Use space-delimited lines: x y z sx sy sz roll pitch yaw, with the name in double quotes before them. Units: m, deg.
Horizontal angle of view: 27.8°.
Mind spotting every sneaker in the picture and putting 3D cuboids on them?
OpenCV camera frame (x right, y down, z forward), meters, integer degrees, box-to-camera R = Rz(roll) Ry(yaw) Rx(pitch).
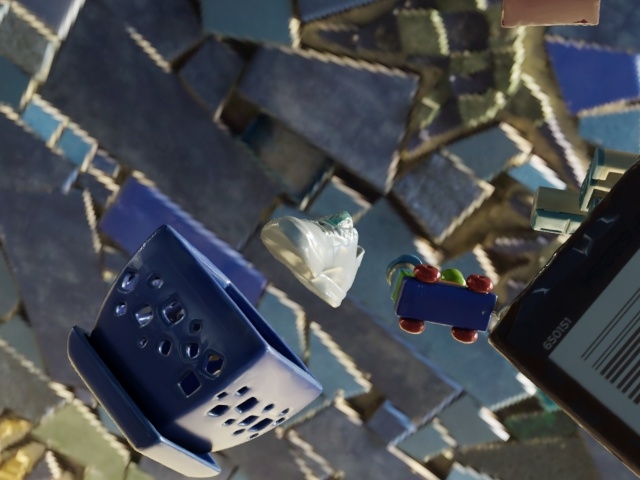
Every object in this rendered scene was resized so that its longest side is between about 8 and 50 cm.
"sneaker" 0.000 0.000 1.465 0.080 0.212 0.094 36 83 22

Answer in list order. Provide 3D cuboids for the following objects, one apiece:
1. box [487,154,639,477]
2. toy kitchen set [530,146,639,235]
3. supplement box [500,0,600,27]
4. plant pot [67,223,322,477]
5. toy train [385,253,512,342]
"box" 0.247 0.076 0.814 0.191 0.143 0.381 41 6 16
"toy kitchen set" 0.334 -0.012 1.646 0.122 0.207 0.166 9 67 6
"supplement box" 0.247 -0.326 1.383 0.104 0.081 0.188 1 61 9
"plant pot" -0.168 0.157 1.643 0.236 0.212 0.236 46 -2 27
"toy train" 0.226 0.089 2.027 0.248 0.105 0.143 11 16 -15
